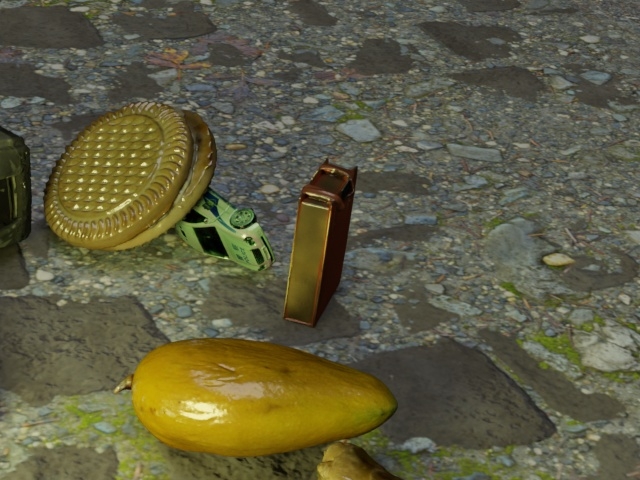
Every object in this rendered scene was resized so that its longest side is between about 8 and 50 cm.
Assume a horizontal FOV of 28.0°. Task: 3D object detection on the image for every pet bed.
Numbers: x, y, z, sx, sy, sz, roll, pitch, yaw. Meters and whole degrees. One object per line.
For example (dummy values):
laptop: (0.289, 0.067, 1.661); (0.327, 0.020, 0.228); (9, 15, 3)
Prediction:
pet bed: (-0.508, -0.076, 1.708); (0.211, 0.183, 0.159); (26, 33, 29)

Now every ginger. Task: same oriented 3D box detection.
ginger: (0.068, 0.275, 1.351); (0.190, 0.068, 0.095); (28, 34, 32)

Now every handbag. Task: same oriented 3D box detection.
handbag: (0.000, 0.000, 1.684); (0.063, 0.190, 0.127); (16, 32, 11)

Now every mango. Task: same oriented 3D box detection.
mango: (-0.073, 0.174, 1.431); (0.317, 0.119, 0.176); (1, 11, -1)

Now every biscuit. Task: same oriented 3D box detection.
biscuit: (-0.265, -0.090, 1.789); (0.259, 0.079, 0.259); (-17, 49, 20)

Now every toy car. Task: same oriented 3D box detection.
toy car: (-0.154, -0.025, 1.796); (0.076, 0.090, 0.224); (-40, 49, -18)
